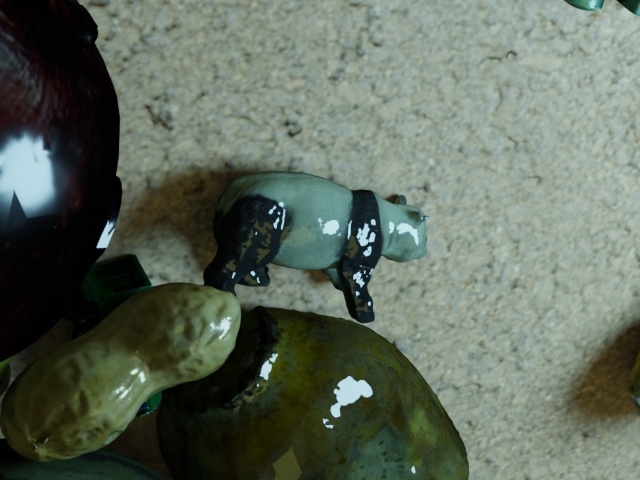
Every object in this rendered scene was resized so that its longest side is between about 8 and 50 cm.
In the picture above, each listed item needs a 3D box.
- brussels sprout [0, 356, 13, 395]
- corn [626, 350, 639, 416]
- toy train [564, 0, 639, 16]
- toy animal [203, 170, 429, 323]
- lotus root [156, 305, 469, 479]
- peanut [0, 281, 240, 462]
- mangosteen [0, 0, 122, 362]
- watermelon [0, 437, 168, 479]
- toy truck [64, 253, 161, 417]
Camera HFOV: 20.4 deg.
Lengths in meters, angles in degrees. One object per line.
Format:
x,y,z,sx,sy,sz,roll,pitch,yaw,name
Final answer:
-0.327,0.101,1.512,0.145,0.131,0.183,0,122,-27,brussels sprout
0.478,0.065,1.785,0.387,0.144,0.144,-38,126,2,corn
0.306,-0.325,1.492,0.194,0.120,0.298,6,119,-32,toy train
0.000,0.000,1.599,0.225,0.094,0.121,8,108,-23,toy animal
-0.011,0.193,1.681,0.267,0.149,0.260,-32,127,-3,lotus root
-0.169,0.109,1.511,0.229,0.103,0.098,-35,145,-3,peanut
-0.331,-0.050,1.274,0.381,0.381,0.421,12,124,-26,mangosteen
-0.238,0.315,1.585,0.359,0.279,0.279,11,116,-18,watermelon
-0.186,0.095,1.602,0.079,0.065,0.147,-15,123,-15,toy truck
